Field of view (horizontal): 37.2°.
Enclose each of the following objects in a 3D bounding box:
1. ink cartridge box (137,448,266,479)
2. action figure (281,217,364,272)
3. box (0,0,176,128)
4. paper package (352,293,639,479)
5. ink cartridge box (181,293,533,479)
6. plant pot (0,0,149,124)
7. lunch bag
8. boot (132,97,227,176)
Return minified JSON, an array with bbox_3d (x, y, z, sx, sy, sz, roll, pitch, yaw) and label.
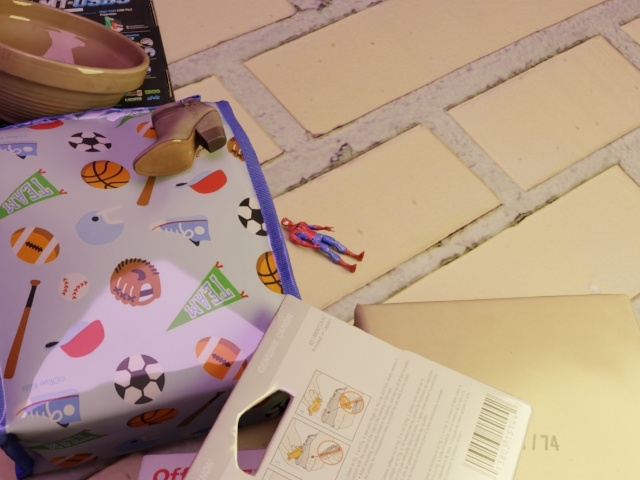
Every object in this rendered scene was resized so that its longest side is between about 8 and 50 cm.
[{"bbox_3d":[-0.085,0.336,0.876,0.197,0.114,0.272,-8,50,21],"label":"ink cartridge box"},{"bbox_3d":[0.000,0.000,1.226,0.115,0.030,0.038,26,60,11],"label":"action figure"},{"bbox_3d":[-0.357,-0.228,1.292,0.296,0.073,0.293,-9,57,-15],"label":"box"},{"bbox_3d":[0.198,0.223,1.021,0.325,0.168,0.309,-2,56,-10],"label":"paper package"},{"bbox_3d":[0.026,0.217,0.833,0.261,0.066,0.296,24,49,6],"label":"ink cartridge box"},{"bbox_3d":[-0.334,-0.202,1.145,0.238,0.109,0.237,17,23,-8],"label":"plant pot"},{"bbox_3d":[-0.211,0.027,1.044,0.328,0.239,0.385,-11,66,-17],"label":"lunch bag"},{"bbox_3d":[-0.158,-0.113,1.010,0.119,0.042,0.087,-20,44,-26],"label":"boot"}]
